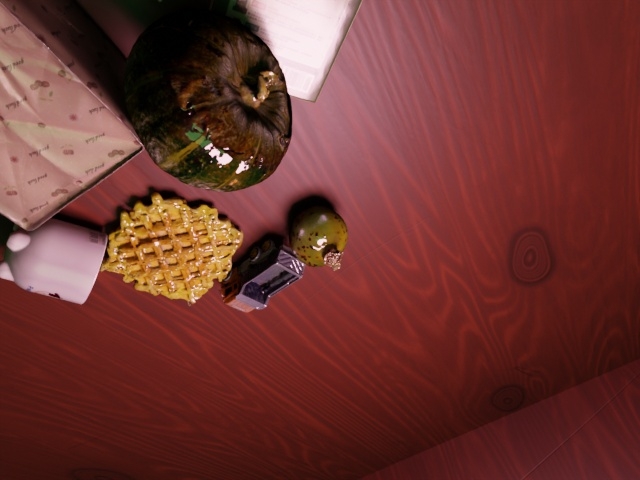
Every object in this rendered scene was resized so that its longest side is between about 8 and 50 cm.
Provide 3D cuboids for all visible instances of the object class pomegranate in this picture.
[{"bbox_3d":[-0.005,-0.004,0.943,0.130,0.130,0.130,-9,135,-9],"label":"pomegranate"}]

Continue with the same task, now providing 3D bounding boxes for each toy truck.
[{"bbox_3d":[-0.125,0.076,0.997,0.192,0.092,0.083,-33,135,27],"label":"toy truck"}]

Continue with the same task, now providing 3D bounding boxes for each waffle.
[{"bbox_3d":[-0.287,0.021,0.936,0.245,0.052,0.254,24,121,-32],"label":"waffle"}]

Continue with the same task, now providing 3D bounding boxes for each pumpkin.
[{"bbox_3d":[-0.133,-0.181,0.615,0.159,0.238,0.238,-21,139,31],"label":"pumpkin"}]

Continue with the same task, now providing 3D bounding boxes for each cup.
[{"bbox_3d":[-0.477,0.025,0.848,0.141,0.173,0.134,20,93,-30],"label":"cup"}]

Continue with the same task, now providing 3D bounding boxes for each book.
[{"bbox_3d":[-0.045,-0.340,0.674,0.201,0.027,0.264,11,130,-24],"label":"book"}]

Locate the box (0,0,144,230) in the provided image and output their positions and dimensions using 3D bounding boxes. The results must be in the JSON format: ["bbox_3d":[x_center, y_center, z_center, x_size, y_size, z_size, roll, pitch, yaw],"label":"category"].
[{"bbox_3d":[-0.393,-0.201,0.592,0.225,0.191,0.297,-30,134,11],"label":"box"}]
